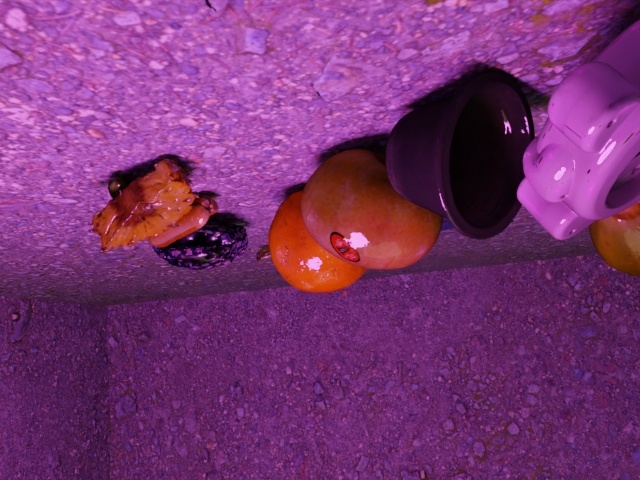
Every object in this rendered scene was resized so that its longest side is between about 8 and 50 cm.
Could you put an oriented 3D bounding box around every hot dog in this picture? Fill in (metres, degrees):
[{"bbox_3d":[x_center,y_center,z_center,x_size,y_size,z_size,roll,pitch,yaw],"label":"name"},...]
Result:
[{"bbox_3d":[-0.330,-0.048,1.216,0.249,0.102,0.076,-18,122,44],"label":"hot dog"}]

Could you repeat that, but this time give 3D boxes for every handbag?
[{"bbox_3d":[-0.309,0.014,1.388,0.228,0.127,0.208,-5,-177,12],"label":"handbag"}]

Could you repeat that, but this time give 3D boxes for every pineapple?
[{"bbox_3d":[-0.313,-0.062,1.002,0.233,0.080,0.135,-33,168,20],"label":"pineapple"}]

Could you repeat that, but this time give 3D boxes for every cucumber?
[{"bbox_3d":[-0.381,-0.081,1.087,0.055,0.056,0.250,-5,167,0],"label":"cucumber"}]

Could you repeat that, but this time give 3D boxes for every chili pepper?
[{"bbox_3d":[-0.126,0.038,1.860,0.201,0.052,0.050,-2,143,-15],"label":"chili pepper"}]

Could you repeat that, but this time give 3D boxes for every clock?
[{"bbox_3d":[0.389,-0.151,0.653,0.295,0.113,0.322,-37,152,5],"label":"clock"}]

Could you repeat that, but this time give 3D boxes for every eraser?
[{"bbox_3d":[0.364,-0.062,1.607,0.081,0.036,0.225,-10,168,14],"label":"eraser"}]

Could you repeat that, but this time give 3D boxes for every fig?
[{"bbox_3d":[0.838,-0.046,1.391,0.258,0.258,0.326,-15,147,43],"label":"fig"}]

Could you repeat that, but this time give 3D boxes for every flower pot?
[{"bbox_3d":[0.195,-0.124,0.795,0.235,0.236,0.148,4,-175,-41],"label":"flower pot"}]

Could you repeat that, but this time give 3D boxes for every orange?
[{"bbox_3d":[0.000,0.000,1.195,0.245,0.246,0.246,-5,170,-1],"label":"orange"}]

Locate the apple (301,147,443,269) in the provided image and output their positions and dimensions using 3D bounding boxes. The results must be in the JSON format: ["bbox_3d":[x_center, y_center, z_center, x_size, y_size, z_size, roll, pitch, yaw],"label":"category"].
[{"bbox_3d":[0.096,-0.061,0.976,0.260,0.194,0.261,16,-157,-7],"label":"apple"}]
